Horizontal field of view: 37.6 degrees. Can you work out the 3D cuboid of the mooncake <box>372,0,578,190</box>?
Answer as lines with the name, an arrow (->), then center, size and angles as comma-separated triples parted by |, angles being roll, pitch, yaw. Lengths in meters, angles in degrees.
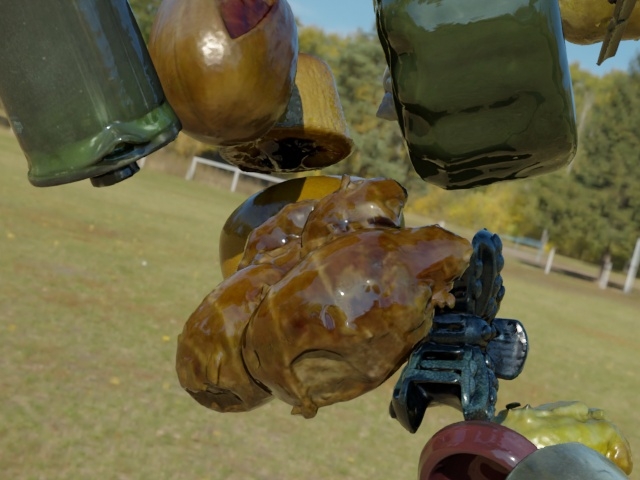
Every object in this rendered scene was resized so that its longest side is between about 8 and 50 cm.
mooncake -> 0.160, -0.231, 1.050 | 0.194, 0.356, 0.356 | -14, -3, 12

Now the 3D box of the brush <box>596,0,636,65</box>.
brush -> 0.464, -0.360, 1.459 | 0.043, 0.036, 0.248 | -25, -24, -6

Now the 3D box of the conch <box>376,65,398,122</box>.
conch -> 0.198, -0.222, 1.319 | 0.255, 0.158, 0.127 | -27, 12, 7

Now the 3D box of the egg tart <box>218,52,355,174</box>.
egg tart -> -0.052, -0.193, 1.484 | 0.215, 0.170, 0.215 | -1, -14, 0

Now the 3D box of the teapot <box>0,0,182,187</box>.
teapot -> -0.298, -0.225, 1.042 | 0.200, 0.336, 0.270 | -28, 23, -23

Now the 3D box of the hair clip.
hair clip -> 0.203, 0.139, 1.394 | 0.195, 0.310, 0.206 | 3, -16, 19

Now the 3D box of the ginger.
ginger -> 0.001, 0.063, 1.043 | 0.358, 0.274, 0.152 | -15, -54, 44

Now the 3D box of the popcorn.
popcorn -> 0.392, 0.382, 1.634 | 0.287, 0.215, 0.252 | 2, 14, -26

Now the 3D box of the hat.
hat -> 0.220, 0.314, 1.200 | 0.206, 0.205, 0.089 | 16, 28, 28

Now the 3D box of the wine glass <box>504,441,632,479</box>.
wine glass -> 0.390, 0.318, 0.919 | 0.267, 0.267, 0.406 | 13, -21, -28

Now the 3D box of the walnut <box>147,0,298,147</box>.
walnut -> -0.128, -0.253, 1.238 | 0.203, 0.203, 0.297 | 14, 45, -12

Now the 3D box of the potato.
potato -> 0.552, -0.471, 1.785 | 0.229, 0.229, 0.266 | 12, -19, -43

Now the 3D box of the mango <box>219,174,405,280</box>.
mango -> 0.000, 0.000, 1.523 | 0.264, 0.221, 0.378 | -19, 4, 33
